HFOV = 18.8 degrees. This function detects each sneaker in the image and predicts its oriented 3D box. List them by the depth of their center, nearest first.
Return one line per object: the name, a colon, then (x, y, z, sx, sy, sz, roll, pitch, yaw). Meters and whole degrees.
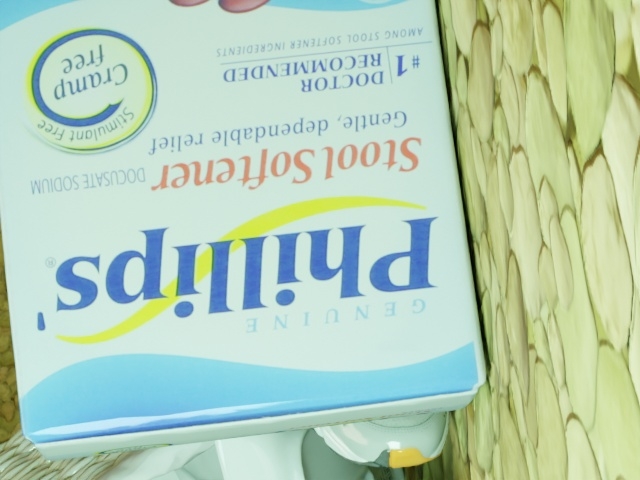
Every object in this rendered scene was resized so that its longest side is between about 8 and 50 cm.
sneaker: (0.031, 0.030, 1.295, 0.121, 0.099, 0.262, 94, 169, -46)

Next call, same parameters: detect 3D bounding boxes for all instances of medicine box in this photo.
medicine box: (-0.055, -0.028, 1.156, 0.149, 0.264, 0.289, 101, 162, -79)

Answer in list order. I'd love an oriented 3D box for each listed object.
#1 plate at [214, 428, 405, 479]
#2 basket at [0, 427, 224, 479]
plate: (0.016, 0.208, 1.409, 0.278, 0.045, 0.277, -40, -63, -68)
basket: (-0.152, 0.315, 1.638, 0.266, 0.331, 0.328, 10, 133, 60)
